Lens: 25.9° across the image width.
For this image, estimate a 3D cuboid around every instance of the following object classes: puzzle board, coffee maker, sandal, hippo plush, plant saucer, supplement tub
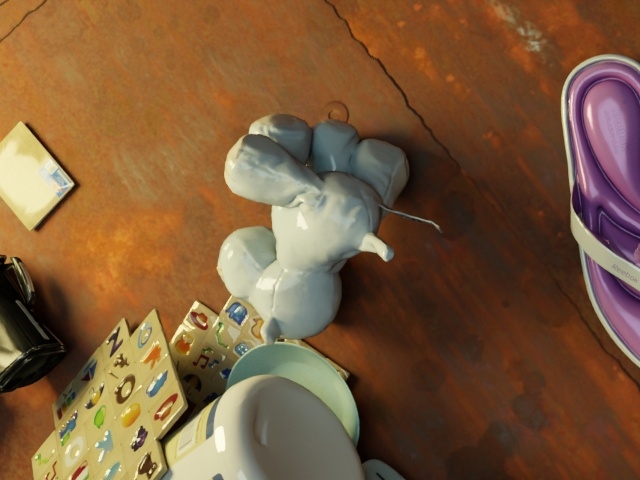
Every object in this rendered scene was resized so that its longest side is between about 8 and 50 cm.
[{"bbox_3d":[-0.416,-0.091,1.975,0.096,0.011,0.128,-45,75,11],"label":"puzzle board"},{"bbox_3d":[-0.456,0.117,1.895,0.178,0.171,0.120,51,130,17],"label":"coffee maker"},{"bbox_3d":[0.372,-0.021,1.650,0.169,0.102,0.416,-21,81,17],"label":"sandal"},{"bbox_3d":[0.000,0.000,1.756,0.294,0.234,0.236,34,124,22],"label":"hippo plush"},{"bbox_3d":[-0.031,0.217,1.787,0.195,0.037,0.194,8,108,25],"label":"plant saucer"},{"bbox_3d":[-0.123,0.333,1.716,0.316,0.228,0.228,-38,76,31],"label":"supplement tub"}]

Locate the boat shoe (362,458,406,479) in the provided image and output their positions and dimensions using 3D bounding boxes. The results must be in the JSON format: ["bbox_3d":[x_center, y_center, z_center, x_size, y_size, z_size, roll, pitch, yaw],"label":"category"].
[{"bbox_3d":[0.123,0.370,1.742,0.226,0.083,0.075,46,131,12],"label":"boat shoe"}]

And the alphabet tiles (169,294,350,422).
[{"bbox_3d":[-0.105,0.193,1.856,0.237,0.009,0.198,34,99,18],"label":"alphabet tiles"}]

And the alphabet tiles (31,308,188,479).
[{"bbox_3d":[-0.276,0.249,1.784,0.285,0.011,0.342,-50,30,13],"label":"alphabet tiles"}]
